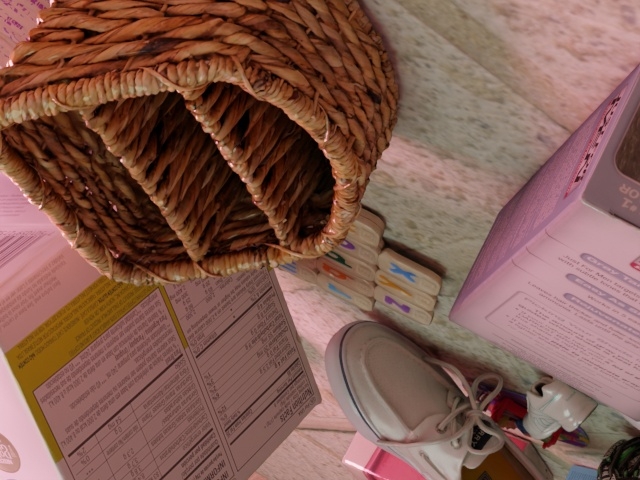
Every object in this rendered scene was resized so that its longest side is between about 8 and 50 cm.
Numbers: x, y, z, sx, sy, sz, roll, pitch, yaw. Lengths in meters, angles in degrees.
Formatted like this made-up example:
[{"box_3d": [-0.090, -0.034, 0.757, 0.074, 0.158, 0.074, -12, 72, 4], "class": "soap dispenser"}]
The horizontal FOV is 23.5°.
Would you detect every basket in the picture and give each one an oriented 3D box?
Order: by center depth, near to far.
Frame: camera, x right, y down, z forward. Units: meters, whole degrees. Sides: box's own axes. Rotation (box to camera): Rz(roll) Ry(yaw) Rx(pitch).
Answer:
[{"box_3d": [-0.079, -0.077, 1.156, 0.213, 0.223, 0.299, 22, 161, 24], "class": "basket"}]

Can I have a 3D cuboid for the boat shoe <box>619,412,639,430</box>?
[{"box_3d": [0.374, 0.153, 1.372, 0.226, 0.083, 0.076, 19, 153, -7], "class": "boat shoe"}]

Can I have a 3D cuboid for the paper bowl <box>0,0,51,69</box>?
[{"box_3d": [-0.353, -0.171, 1.473, 0.284, 0.148, 0.284, 25, 163, 8], "class": "paper bowl"}]

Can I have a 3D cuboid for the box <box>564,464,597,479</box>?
[{"box_3d": [0.410, 0.342, 1.880, 0.100, 0.060, 0.244, 39, 162, -30], "class": "box"}]

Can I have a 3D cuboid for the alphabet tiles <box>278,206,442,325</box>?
[{"box_3d": [0.000, 0.000, 1.612, 0.278, 0.021, 0.284, 26, 164, 9], "class": "alphabet tiles"}]

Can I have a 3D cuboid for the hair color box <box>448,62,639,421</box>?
[{"box_3d": [0.233, 0.018, 1.113, 0.185, 0.114, 0.374, 28, 164, 0], "class": "hair color box"}]

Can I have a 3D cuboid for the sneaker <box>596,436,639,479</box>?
[{"box_3d": [0.349, 0.268, 1.638, 0.146, 0.134, 0.343, 50, 161, 25], "class": "sneaker"}]

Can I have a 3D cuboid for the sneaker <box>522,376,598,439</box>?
[{"box_3d": [0.252, 0.178, 1.690, 0.061, 0.054, 0.152, 45, 161, 1], "class": "sneaker"}]

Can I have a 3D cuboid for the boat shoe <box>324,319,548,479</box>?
[{"box_3d": [0.163, 0.228, 1.768, 0.367, 0.136, 0.156, 51, 149, -5], "class": "boat shoe"}]

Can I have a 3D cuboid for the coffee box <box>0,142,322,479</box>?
[{"box_3d": [-0.263, 0.114, 1.540, 0.337, 0.338, 0.334, 1, 122, 39], "class": "coffee box"}]

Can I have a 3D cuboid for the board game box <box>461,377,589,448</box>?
[{"box_3d": [0.240, 0.221, 1.853, 0.168, 0.033, 0.133, 14, 158, 43], "class": "board game box"}]

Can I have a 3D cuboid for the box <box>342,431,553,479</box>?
[{"box_3d": [0.171, 0.308, 2.061, 0.232, 0.127, 0.148, 19, 161, 31], "class": "box"}]
